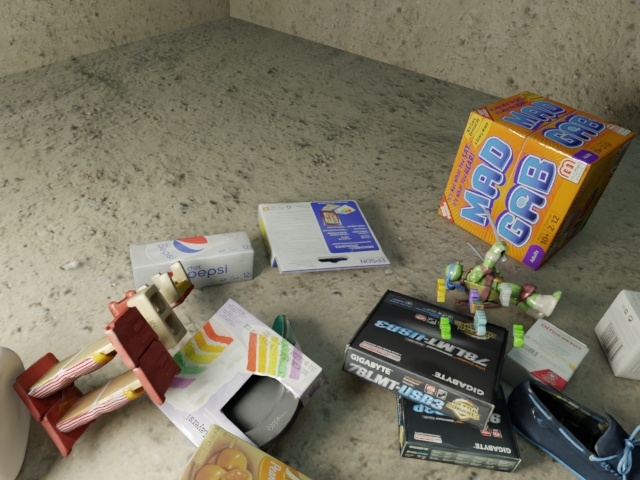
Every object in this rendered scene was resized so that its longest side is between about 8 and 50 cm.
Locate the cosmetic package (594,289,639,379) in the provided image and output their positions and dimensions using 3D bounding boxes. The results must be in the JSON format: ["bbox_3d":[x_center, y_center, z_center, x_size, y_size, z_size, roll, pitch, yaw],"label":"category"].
[{"bbox_3d":[0.790,0.231,1.181,0.183,0.152,0.151,8,38,-1],"label":"cosmetic package"}]

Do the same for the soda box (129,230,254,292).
[{"bbox_3d":[-0.311,0.054,1.227,0.286,0.098,0.091,-8,40,-20],"label":"soda box"}]

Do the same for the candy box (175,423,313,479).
[{"bbox_3d":[-0.067,0.418,0.714,0.316,0.088,0.183,28,19,2],"label":"candy box"}]

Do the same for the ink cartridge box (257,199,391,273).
[{"bbox_3d":[0.000,0.000,1.390,0.303,0.072,0.307,-3,41,-17],"label":"ink cartridge box"}]

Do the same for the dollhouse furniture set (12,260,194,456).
[{"bbox_3d":[-0.365,0.199,0.964,0.201,0.152,0.374,-29,12,8],"label":"dollhouse furniture set"}]

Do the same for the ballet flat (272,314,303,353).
[{"bbox_3d":[-0.074,0.259,1.042,0.079,0.077,0.222,25,41,-17],"label":"ballet flat"}]

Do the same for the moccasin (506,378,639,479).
[{"bbox_3d":[0.524,0.389,0.950,0.341,0.117,0.138,24,40,18],"label":"moccasin"}]

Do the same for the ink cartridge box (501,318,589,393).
[{"bbox_3d":[0.504,0.274,1.131,0.127,0.073,0.175,35,44,30],"label":"ink cartridge box"}]

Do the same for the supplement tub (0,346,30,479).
[{"bbox_3d":[-0.638,0.286,0.752,0.315,0.229,0.228,-3,39,-15],"label":"supplement tub"}]

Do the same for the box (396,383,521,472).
[{"bbox_3d":[0.264,0.353,0.997,0.220,0.051,0.175,9,36,-1],"label":"box"}]

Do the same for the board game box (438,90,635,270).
[{"bbox_3d":[0.647,-0.200,1.539,0.356,0.357,0.356,-27,50,-38],"label":"board game box"}]

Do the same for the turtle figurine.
[{"bbox_3d":[0.478,0.074,1.284,0.266,0.198,0.275,30,47,17],"label":"turtle figurine"}]

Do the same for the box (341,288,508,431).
[{"bbox_3d":[0.232,0.232,1.066,0.295,0.074,0.293,18,24,19],"label":"box"}]

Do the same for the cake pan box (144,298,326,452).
[{"bbox_3d":[-0.158,0.273,0.938,0.266,0.070,0.246,33,67,28],"label":"cake pan box"}]

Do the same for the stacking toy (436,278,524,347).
[{"bbox_3d":[0.348,0.162,1.116,0.166,0.052,0.221,3,28,8],"label":"stacking toy"}]
